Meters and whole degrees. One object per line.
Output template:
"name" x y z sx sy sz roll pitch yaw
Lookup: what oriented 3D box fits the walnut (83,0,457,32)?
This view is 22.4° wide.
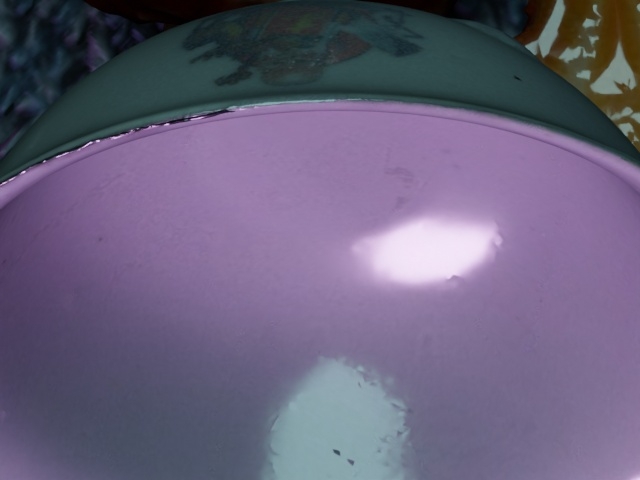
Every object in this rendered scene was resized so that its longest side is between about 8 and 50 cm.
"walnut" -0.031 -0.201 0.783 0.244 0.221 0.269 29 91 44

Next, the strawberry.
"strawberry" 0.151 -0.054 0.779 0.140 0.085 0.192 -36 69 4

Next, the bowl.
"bowl" 0.000 0.000 0.688 0.345 0.345 0.157 -4 53 5
